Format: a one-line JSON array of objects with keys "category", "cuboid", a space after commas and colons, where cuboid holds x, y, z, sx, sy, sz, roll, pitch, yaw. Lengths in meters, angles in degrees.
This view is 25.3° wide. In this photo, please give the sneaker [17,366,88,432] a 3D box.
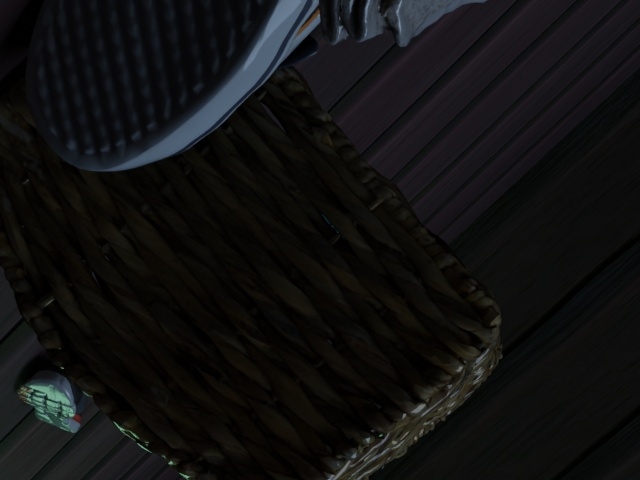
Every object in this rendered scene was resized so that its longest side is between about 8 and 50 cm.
[{"category": "sneaker", "cuboid": [-0.255, 0.140, 1.404, 0.158, 0.061, 0.065, 114, 0, -70]}]

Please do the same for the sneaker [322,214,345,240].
[{"category": "sneaker", "cuboid": [0.000, 0.000, 1.547, 0.107, 0.110, 0.275, -38, 169, -17]}]

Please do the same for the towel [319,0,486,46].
[{"category": "towel", "cuboid": [0.090, -0.213, 0.640, 0.282, 0.049, 0.187, -46, 152, -41]}]

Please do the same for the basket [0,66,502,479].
[{"category": "basket", "cuboid": [-0.052, 0.019, 0.875, 0.213, 0.299, 0.223, -41, 170, 0]}]

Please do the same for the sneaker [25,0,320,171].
[{"category": "sneaker", "cuboid": [-0.020, -0.159, 0.730, 0.321, 0.126, 0.127, -47, 163, 24]}]
